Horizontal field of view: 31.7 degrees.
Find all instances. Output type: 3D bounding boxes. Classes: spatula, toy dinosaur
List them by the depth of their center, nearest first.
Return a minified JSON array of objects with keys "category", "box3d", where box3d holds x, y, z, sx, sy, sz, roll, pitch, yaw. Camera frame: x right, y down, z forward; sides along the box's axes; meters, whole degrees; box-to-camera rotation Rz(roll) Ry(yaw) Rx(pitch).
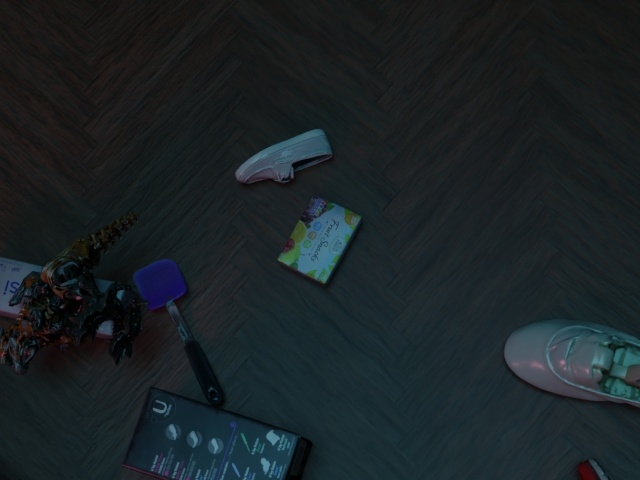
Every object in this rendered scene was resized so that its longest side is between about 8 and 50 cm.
[{"category":"toy dinosaur","box3d":[-0.420,0.091,1.908,0.218,0.164,0.322,32,103,28]},{"category":"spatula","box3d":[-0.244,0.163,2.018,0.084,0.030,0.296,-28,73,-4]}]

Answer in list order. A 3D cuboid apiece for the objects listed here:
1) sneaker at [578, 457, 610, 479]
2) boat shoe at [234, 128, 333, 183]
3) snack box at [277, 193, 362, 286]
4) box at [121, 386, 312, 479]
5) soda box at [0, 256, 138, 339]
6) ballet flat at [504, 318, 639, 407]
[{"category":"sneaker","box3d":[0.448,0.493,1.819,0.118,0.107,0.279,-14,71,12]},{"category":"boat shoe","box3d":[-0.065,-0.140,2.070,0.184,0.066,0.063,-23,72,-11]},{"category":"snack box","box3d":[0.000,0.000,2.033,0.100,0.037,0.141,26,79,11]},{"category":"box","box3d":[-0.168,0.357,1.886,0.270,0.165,0.143,16,77,10]},{"category":"soda box","box3d":[-0.482,0.104,2.028,0.286,0.091,0.098,11,77,9]},{"category":"ballet flat","box3d":[0.507,0.213,1.872,0.400,0.139,0.139,16,77,11]}]
